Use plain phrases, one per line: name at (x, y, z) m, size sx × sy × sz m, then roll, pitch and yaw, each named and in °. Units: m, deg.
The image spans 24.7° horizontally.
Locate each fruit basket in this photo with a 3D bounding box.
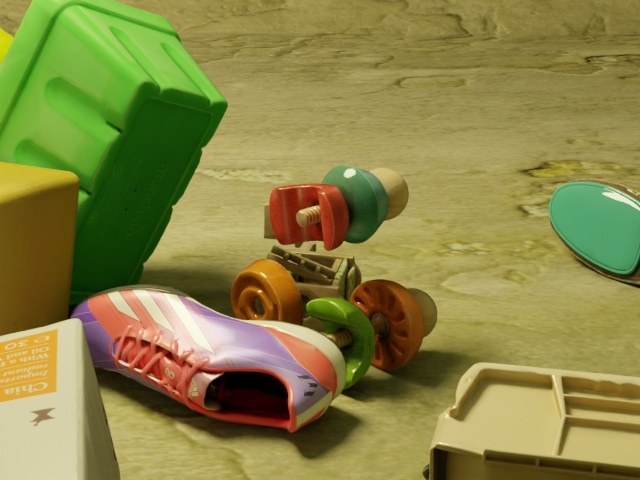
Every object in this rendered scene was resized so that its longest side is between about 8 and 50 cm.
fruit basket at (-0.349, -0.136, 1.747) m, size 0.392 × 0.392 × 0.283 m, roll 15°, pitch 4°, yaw 32°

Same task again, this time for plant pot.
plant pot at (-0.402, 0.023, 1.558) m, size 0.212 × 0.212 × 0.187 m, roll 9°, pitch 7°, yaw 18°

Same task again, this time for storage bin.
storage bin at (0.206, 0.238, 1.021) m, size 0.260 × 0.262 × 0.123 m, roll 6°, pitch 23°, yaw 10°

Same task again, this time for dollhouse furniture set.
dollhouse furniture set at (0.000, 0.000, 1.778) m, size 0.101 × 0.161 × 0.182 m, roll 5°, pitch 22°, yaw 10°

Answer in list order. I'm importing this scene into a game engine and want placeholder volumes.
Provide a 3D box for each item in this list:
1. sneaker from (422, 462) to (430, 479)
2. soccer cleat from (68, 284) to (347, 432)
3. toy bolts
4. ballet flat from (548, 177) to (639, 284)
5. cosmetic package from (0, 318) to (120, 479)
sneaker at (0.119, 0.244, 1.316) m, size 0.065 × 0.061 × 0.158 m, roll -23°, pitch 17°, yaw 10°
soccer cleat at (-0.136, 0.125, 1.524) m, size 0.318 × 0.109 × 0.116 m, roll 11°, pitch 27°, yaw 18°
toy bolts at (0.022, 0.023, 1.638) m, size 0.158 × 0.229 × 0.218 m, roll -18°, pitch 23°, yaw -41°
ballet flat at (0.446, 0.011, 1.881) m, size 0.123 × 0.123 × 0.348 m, roll -15°, pitch 25°, yaw -36°
cosmetic package at (-0.268, 0.237, 1.083) m, size 0.230 × 0.162 × 0.453 m, roll -13°, pitch 23°, yaw -5°
